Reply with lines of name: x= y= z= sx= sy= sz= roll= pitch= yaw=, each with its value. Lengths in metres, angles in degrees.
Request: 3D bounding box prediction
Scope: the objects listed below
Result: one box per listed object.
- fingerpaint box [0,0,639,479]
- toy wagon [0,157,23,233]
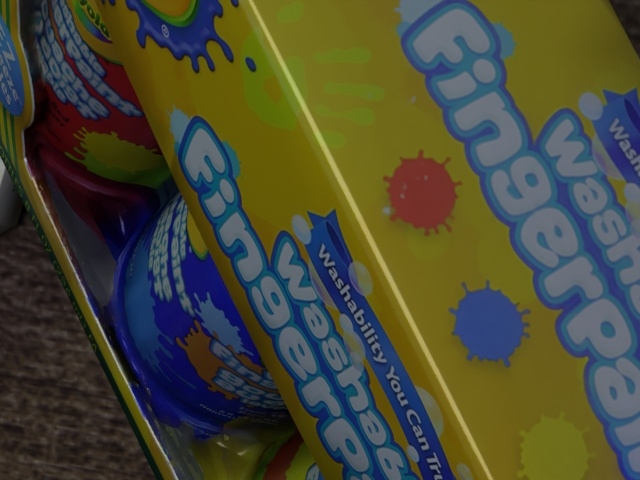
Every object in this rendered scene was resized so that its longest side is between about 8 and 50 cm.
fingerpaint box: x=0.000 y=0.000 z=0.741 sx=0.163 sy=0.371 sz=0.445 roll=-25 pitch=86 yaw=-26
toy wagon: x=-0.337 y=-0.122 z=0.999 sx=0.344 sy=0.068 sz=0.267 roll=21 pitch=100 yaw=16
